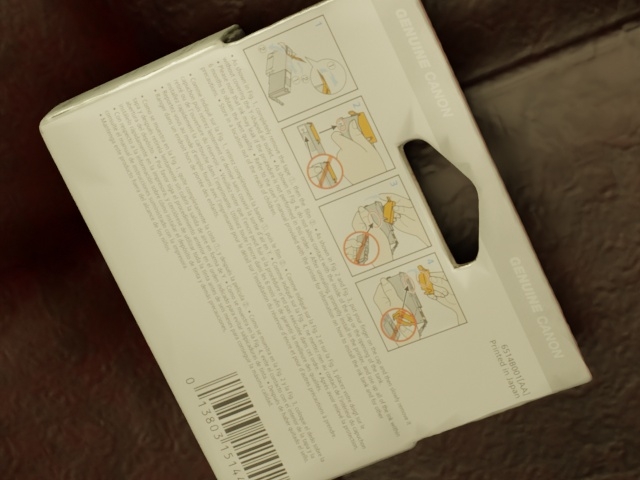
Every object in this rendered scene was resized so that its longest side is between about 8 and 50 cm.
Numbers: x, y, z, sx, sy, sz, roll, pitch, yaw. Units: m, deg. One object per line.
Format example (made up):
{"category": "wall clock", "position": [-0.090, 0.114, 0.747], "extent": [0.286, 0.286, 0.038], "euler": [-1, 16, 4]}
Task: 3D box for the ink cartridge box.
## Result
{"category": "ink cartridge box", "position": [0.000, 0.000, 1.183], "extent": [0.261, 0.066, 0.296], "euler": [-22, 103, 15]}
